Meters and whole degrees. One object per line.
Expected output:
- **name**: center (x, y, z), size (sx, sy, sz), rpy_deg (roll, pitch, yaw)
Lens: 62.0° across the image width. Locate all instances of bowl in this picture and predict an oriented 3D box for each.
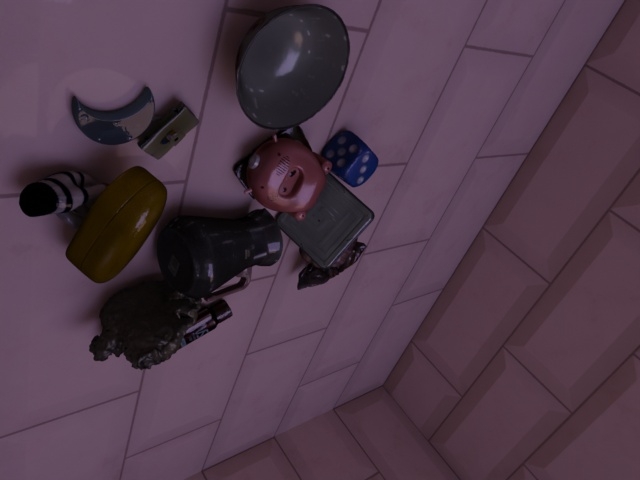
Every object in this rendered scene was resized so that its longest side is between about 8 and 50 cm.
- **bowl**: center (-0.102, -0.469, 1.377), size (0.337, 0.157, 0.337), rpy_deg (-27, 145, -21)

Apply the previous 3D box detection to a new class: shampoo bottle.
- **shampoo bottle**: center (-0.482, 0.329, 1.975), size (0.322, 0.084, 0.129), rpy_deg (-28, 148, -23)

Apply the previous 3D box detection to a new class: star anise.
- **star anise**: center (0.037, 0.094, 2.164), size (0.331, 0.118, 0.332), rpy_deg (-36, -178, 1)

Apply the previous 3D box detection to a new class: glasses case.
- **glasses case**: center (-0.515, -0.018, 1.348), size (0.371, 0.141, 0.173), rpy_deg (-43, -173, 36)

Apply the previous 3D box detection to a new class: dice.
- **dice**: center (0.102, -0.279, 1.838), size (0.146, 0.143, 0.146), rpy_deg (-50, 146, 5)

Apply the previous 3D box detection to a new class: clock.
- **clock**: center (-0.110, -0.196, 1.619), size (0.241, 0.142, 0.227), rpy_deg (23, 100, -39)

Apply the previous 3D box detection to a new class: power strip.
- **power strip**: center (-0.478, -0.297, 1.277), size (0.215, 0.044, 0.137), rpy_deg (-18, 141, -34)

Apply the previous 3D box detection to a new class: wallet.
- **wallet**: center (-0.391, -0.283, 1.375), size (0.155, 0.039, 0.110), rpy_deg (-43, 170, 0)
- **wallet**: center (-0.147, -0.256, 1.671), size (0.255, 0.031, 0.137), rpy_deg (-40, 129, -9)

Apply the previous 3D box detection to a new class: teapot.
- **teapot**: center (-0.309, 0.047, 1.676), size (0.343, 0.253, 0.301), rpy_deg (-16, 126, -43)

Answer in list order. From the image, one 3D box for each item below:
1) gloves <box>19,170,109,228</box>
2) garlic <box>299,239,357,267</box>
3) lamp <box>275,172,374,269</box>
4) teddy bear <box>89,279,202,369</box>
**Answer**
- **gloves**: center (-0.610, -0.111, 1.300), size (0.140, 0.131, 0.219), rpy_deg (-44, -175, 19)
- **garlic**: center (0.036, -0.011, 1.990), size (0.245, 0.245, 0.160), rpy_deg (-51, 149, 13)
- **lamp**: center (0.013, -0.076, 1.870), size (0.269, 0.266, 0.047), rpy_deg (-49, 168, 9)
- **teddy bear**: center (-0.522, 0.279, 1.615), size (0.357, 0.367, 0.225), rpy_deg (-27, 126, -9)
